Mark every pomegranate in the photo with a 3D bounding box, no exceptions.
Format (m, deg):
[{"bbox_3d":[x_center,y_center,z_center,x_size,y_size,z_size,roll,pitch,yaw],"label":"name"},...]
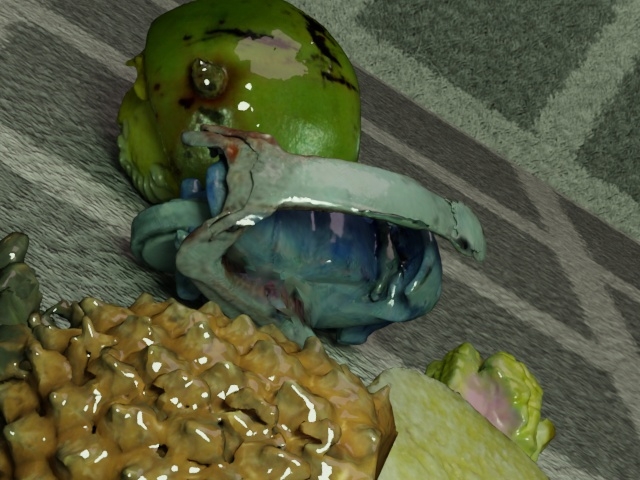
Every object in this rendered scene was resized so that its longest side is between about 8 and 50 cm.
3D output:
[{"bbox_3d":[-0.067,-0.124,1.590,0.260,0.260,0.341,39,13,18],"label":"pomegranate"}]

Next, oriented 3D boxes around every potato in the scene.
[{"bbox_3d":[0.099,0.239,1.063,0.299,0.116,0.239,45,21,-2],"label":"potato"}]

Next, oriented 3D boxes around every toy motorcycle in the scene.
[{"bbox_3d":[-0.002,0.023,1.360,0.319,0.182,0.241,21,-7,-39],"label":"toy motorcycle"}]

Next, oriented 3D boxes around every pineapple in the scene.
[{"bbox_3d":[-0.145,0.105,0.840,0.357,0.223,0.223,27,15,3],"label":"pineapple"}]

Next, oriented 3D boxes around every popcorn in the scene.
[{"bbox_3d":[0.140,0.165,1.339,0.126,0.126,0.145,48,20,-40],"label":"popcorn"}]
